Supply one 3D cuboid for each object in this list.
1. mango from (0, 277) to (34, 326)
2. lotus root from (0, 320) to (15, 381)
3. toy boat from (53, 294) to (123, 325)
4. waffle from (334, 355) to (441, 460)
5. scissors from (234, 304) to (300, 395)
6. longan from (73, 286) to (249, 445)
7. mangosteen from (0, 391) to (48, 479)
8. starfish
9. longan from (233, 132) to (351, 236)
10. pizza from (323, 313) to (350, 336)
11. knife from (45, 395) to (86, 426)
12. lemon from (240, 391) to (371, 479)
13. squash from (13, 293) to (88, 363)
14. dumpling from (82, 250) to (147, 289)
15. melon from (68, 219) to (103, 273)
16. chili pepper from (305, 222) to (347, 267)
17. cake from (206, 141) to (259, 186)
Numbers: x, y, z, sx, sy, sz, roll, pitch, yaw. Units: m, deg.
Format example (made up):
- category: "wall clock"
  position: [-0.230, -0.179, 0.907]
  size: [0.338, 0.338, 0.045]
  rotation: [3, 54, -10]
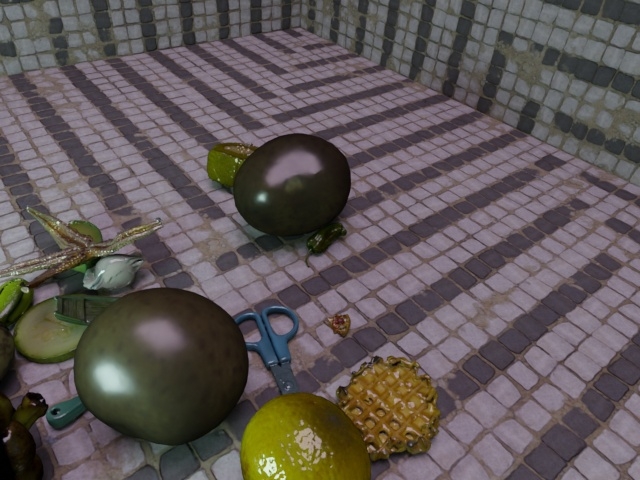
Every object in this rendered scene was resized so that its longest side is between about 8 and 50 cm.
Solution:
- category: "mango"
  position: [-0.845, 0.176, 1.295]
  size: [0.091, 0.074, 0.165]
  rotation: [7, 47, 1]
- category: "lotus root"
  position: [-0.828, 0.310, 1.077]
  size: [0.173, 0.173, 0.309]
  rotation: [8, 40, 3]
- category: "toy boat"
  position: [-0.551, 0.191, 1.278]
  size: [0.293, 0.055, 0.093]
  rotation: [6, 42, -31]
- category: "waffle"
  position: [0.160, 0.393, 1.157]
  size: [0.263, 0.060, 0.280]
  rotation: [3, 40, -3]
- category: "scissors"
  position: [-0.095, 0.339, 1.216]
  size: [0.193, 0.029, 0.447]
  rotation: [-12, 43, -19]
- category: "longan"
  position: [-0.341, 0.276, 1.053]
  size: [0.361, 0.360, 0.360]
  rotation: [3, 40, -3]
- category: "mangosteen"
  position: [-0.696, 0.416, 0.859]
  size: [0.330, 0.330, 0.330]
  rotation: [3, 40, -3]
- category: "starfish"
  position: [-0.720, 0.015, 1.356]
  size: [0.398, 0.132, 0.384]
  rotation: [19, 37, 27]
- category: "longan"
  position: [-0.091, -0.184, 1.596]
  size: [0.405, 0.335, 0.404]
  rotation: [-14, 9, 2]
- category: "pizza"
  position: [0.047, 0.235, 1.359]
  size: [0.078, 0.025, 0.083]
  rotation: [10, 41, 2]
- category: "knife"
  position: [-0.531, 0.355, 1.155]
  size: [0.063, 0.034, 0.260]
  rotation: [20, 34, 33]
- category: "lemon"
  position: [-0.031, 0.435, 0.943]
  size: [0.268, 0.267, 0.267]
  rotation: [3, 40, -3]
- category: "squash"
  position: [-0.697, 0.229, 1.270]
  size: [0.219, 0.041, 0.219]
  rotation: [3, 40, -2]
- category: "dumpling"
  position: [-0.607, 0.085, 1.411]
  size: [0.188, 0.108, 0.127]
  rotation: [-30, 28, -19]
- category: "melon"
  position: [-0.743, 0.020, 1.499]
  size: [0.118, 0.064, 0.209]
  rotation: [-4, 43, -13]
- category: "chili pepper"
  position: [0.001, -0.001, 1.598]
  size: [0.073, 0.072, 0.204]
  rotation: [26, 46, 35]
- category: "cake"
  position: [-0.301, -0.286, 1.842]
  size: [0.261, 0.156, 0.179]
  rotation: [22, 27, 11]
